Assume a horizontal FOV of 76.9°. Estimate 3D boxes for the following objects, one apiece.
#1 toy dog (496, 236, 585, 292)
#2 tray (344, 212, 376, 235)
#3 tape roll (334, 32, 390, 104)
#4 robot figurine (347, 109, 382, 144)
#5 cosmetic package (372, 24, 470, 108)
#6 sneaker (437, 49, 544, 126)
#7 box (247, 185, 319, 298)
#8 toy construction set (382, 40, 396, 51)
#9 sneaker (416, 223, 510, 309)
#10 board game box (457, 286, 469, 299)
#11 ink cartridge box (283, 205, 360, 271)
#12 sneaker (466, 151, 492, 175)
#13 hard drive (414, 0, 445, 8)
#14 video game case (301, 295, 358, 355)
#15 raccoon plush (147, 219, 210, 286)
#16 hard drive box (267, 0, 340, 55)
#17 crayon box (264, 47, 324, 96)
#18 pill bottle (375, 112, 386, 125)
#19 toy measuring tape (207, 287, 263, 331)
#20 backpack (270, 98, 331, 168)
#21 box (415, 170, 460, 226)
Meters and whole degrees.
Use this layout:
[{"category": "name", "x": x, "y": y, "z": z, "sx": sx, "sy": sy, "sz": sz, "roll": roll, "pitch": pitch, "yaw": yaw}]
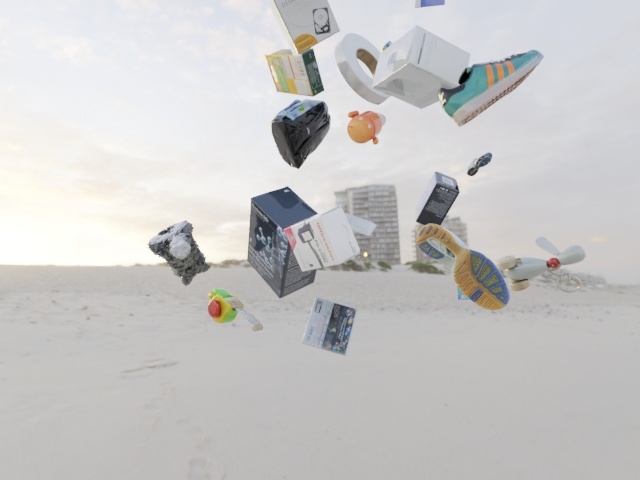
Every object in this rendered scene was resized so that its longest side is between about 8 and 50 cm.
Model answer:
[{"category": "toy dog", "x": 0.948, "y": 0.098, "z": 1.754, "sx": 0.334, "sy": 0.219, "sz": 0.161, "roll": -2, "pitch": 21, "yaw": 26}, {"category": "tray", "x": 0.162, "y": -0.106, "z": 2.195, "sx": 0.271, "sy": 0.030, "sz": 0.145, "roll": 20, "pitch": 33, "yaw": 15}, {"category": "tape roll", "x": 0.239, "y": -0.897, "z": 2.112, "sx": 0.393, "sy": 0.391, "sz": 0.072, "roll": 7, "pitch": -25, "yaw": -40}, {"category": "robot figurine", "x": 0.201, "y": -0.509, "z": 1.817, "sx": 0.128, "sy": 0.157, "sz": 0.219, "roll": 3, "pitch": 28, "yaw": 29}, {"category": "cosmetic package", "x": 0.337, "y": -0.576, "z": 1.370, "sx": 0.225, "sy": 0.138, "sz": 0.224, "roll": 16, "pitch": -5, "yaw": -23}, {"category": "sneaker", "x": 0.448, "y": -0.432, "z": 1.066, "sx": 0.302, "sy": 0.121, "sz": 0.108, "roll": -35, "pitch": -10, "yaw": -8}, {"category": "box", "x": -0.165, "y": 0.010, "z": 1.840, "sx": 0.212, "sy": 0.293, "sz": 0.395, "roll": -22, "pitch": -39, "yaw": -34}, {"category": "toy construction set", "x": 0.464, "y": -0.866, "z": 2.023, "sx": 0.328, "sy": 0.214, "sz": 0.151, "roll": 9, "pitch": -24, "yaw": -16}, {"category": "sneaker", "x": 0.400, "y": 0.061, "z": 1.098, "sx": 0.111, "sy": 0.296, "sz": 0.131, "roll": -50, "pitch": -30, "yaw": 20}, {"category": "board game box", "x": 0.583, "y": 0.132, "z": 1.643, "sx": 0.047, "sy": 0.209, "sz": 0.160, "roll": -4, "pitch": -4, "yaw": 23}, {"category": "ink cartridge box", "x": 0.000, "y": 0.000, "z": 1.373, "sx": 0.100, "sy": 0.171, "sz": 0.237, "roll": -27, "pitch": 6, "yaw": -35}, {"category": "sneaker", "x": 0.707, "y": -0.352, "z": 1.806, "sx": 0.052, "sy": 0.058, "sz": 0.135, "roll": 31, "pitch": -48, "yaw": -17}, {"category": "hard drive", "x": 0.388, "y": -1.000, "z": 1.410, "sx": 0.040, "sy": 0.318, "sz": 0.210, "roll": 14, "pitch": 35, "yaw": 34}, {"category": "video game case", "x": 0.038, "y": 0.323, "z": 1.532, "sx": 0.174, "sy": 0.190, "sz": 0.022, "roll": 15, "pitch": -26, "yaw": 6}, {"category": "raccoon plush", "x": -0.623, "y": 0.107, "z": 1.834, "sx": 0.216, "sy": 0.298, "sz": 0.446, "roll": -27, "pitch": 25, "yaw": -6}, {"category": "hard drive box", "x": -0.065, "y": -0.816, "z": 1.440, "sx": 0.181, "sy": 0.232, "sz": 0.089, "roll": -32, "pitch": 26, "yaw": -3}, {"category": "crayon box", "x": -0.133, "y": -0.847, "z": 2.026, "sx": 0.083, "sy": 0.203, "sz": 0.323, "roll": -38, "pitch": 40, "yaw": -24}, {"category": "pill bottle", "x": 0.303, "y": -0.683, "z": 2.293, "sx": 0.086, "sy": 0.085, "sz": 0.152, "roll": 4, "pitch": 13, "yaw": -29}, {"category": "toy measuring tape", "x": -0.337, "y": 0.290, "z": 1.538, "sx": 0.330, "sy": 0.121, "sz": 0.122, "roll": 29, "pitch": 13, "yaw": 40}, {"category": "backpack", "x": -0.092, "y": -0.591, "z": 2.088, "sx": 0.274, "sy": 0.356, "sz": 0.290, "roll": 30, "pitch": -29, "yaw": 39}, {"category": "box", "x": 0.511, "y": -0.175, "z": 1.779, "sx": 0.108, "sy": 0.206, "sz": 0.153, "roll": 22, "pitch": 30, "yaw": 0}]
